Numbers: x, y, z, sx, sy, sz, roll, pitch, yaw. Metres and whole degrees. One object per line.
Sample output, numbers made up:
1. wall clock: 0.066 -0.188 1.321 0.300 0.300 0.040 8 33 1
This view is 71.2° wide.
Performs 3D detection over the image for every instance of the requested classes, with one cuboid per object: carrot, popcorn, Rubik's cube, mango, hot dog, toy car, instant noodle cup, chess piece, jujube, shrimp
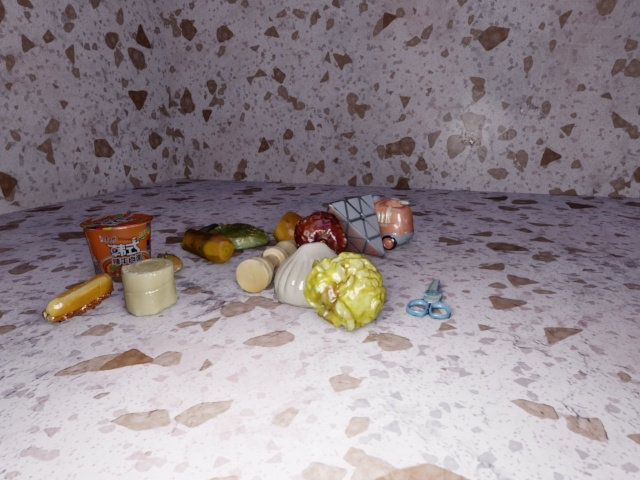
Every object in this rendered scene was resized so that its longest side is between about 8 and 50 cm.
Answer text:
1. carrot: -0.464 0.017 1.807 0.114 0.114 0.301 -15 19 -43
2. popcorn: 0.059 0.136 1.207 0.234 0.181 0.217 28 46 13
3. Rubik's cube: 0.125 -0.062 1.833 0.232 0.229 0.229 -3 14 -9
4. mango: -0.127 -0.039 1.970 0.153 0.126 0.252 17 22 -10
5. hot dog: -0.696 0.171 1.319 0.076 0.102 0.249 42 24 0
6. toy car: 0.277 -0.089 1.964 0.270 0.213 0.180 9 19 33
7. instant noodle cup: -0.748 0.017 1.668 0.249 0.193 0.250 0 15 0
8. chess piece: -0.165 0.072 1.613 0.117 0.117 0.397 4 14 16
9. jujube: 0.000 0.000 1.669 0.212 0.213 0.232 0 8 2
10. shrimp: -0.592 0.084 1.691 0.115 0.051 0.217 -12 21 -28

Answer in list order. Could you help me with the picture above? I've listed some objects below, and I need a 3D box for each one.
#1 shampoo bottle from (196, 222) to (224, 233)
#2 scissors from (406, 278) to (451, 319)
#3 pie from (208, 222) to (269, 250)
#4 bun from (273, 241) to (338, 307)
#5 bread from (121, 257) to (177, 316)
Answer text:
1. shampoo bottle: -0.524 -0.041 2.120 0.057 0.064 0.207 -5 14 25
2. scissors: 0.341 0.174 1.360 0.125 0.030 0.256 7 19 20
3. pie: -0.368 -0.021 2.003 0.276 0.079 0.277 -2 17 1
4. bun: -0.022 0.090 1.416 0.262 0.175 0.263 1 15 0
5. bread: -0.504 0.137 1.326 0.133 0.142 0.148 18 25 40
